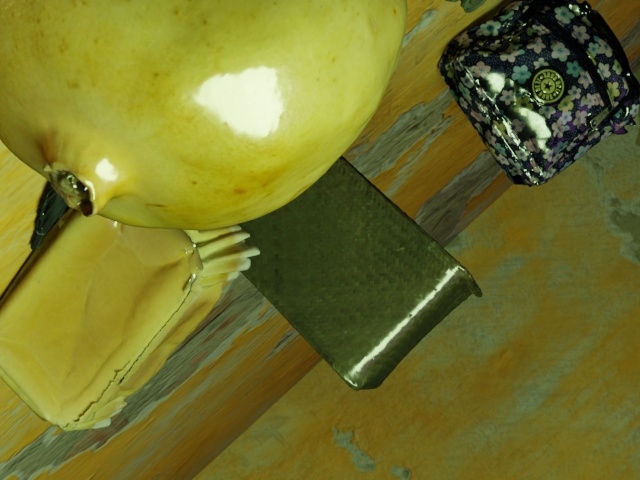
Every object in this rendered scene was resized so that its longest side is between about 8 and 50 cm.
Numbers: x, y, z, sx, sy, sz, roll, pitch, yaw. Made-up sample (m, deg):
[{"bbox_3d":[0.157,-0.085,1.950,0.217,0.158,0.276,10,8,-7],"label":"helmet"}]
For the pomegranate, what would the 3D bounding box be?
[{"bbox_3d":[-0.073,-0.113,0.660,0.233,0.233,0.233,-42,168,-11],"label":"pomegranate"}]

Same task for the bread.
[{"bbox_3d":[-0.175,0.047,1.034,0.241,0.136,0.107,-49,169,25],"label":"bread"}]

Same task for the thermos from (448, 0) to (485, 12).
[{"bbox_3d":[0.028,-0.204,0.730,0.083,0.188,0.073,-53,165,29],"label":"thermos"}]

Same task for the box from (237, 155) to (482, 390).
[{"bbox_3d":[0.002,-0.002,1.121,0.143,0.273,0.184,-46,168,3],"label":"box"}]

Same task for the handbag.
[{"bbox_3d":[0.281,-0.196,1.507,0.208,0.228,0.127,-37,-174,-10],"label":"handbag"}]

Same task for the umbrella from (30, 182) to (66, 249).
[{"bbox_3d":[-0.174,-0.065,0.897,0.044,0.044,0.269,-5,149,-28],"label":"umbrella"}]
